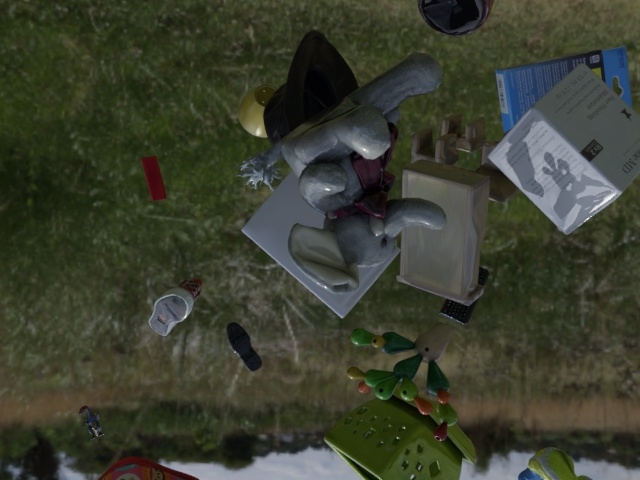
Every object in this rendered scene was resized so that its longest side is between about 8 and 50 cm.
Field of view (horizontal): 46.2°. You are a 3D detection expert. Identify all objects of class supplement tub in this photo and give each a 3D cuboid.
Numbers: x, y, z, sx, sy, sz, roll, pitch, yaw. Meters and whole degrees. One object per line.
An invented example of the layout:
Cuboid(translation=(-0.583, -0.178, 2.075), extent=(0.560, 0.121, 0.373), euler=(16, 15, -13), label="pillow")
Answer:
Cuboid(translation=(0.214, -0.392, 1.087), extent=(0.106, 0.198, 0.106), euler=(16, 143, 13), label="supplement tub")

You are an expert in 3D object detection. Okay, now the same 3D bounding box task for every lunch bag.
Cuboid(translation=(-0.407, 0.577, 1.543), extent=(0.258, 0.120, 0.293), euler=(33, 113, -34), label="lunch bag")

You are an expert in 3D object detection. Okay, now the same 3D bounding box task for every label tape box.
Cuboid(translation=(0.695, -0.400, 2.144), extent=(0.347, 0.249, 0.115), euler=(-12, -167, -1), label="label tape box")

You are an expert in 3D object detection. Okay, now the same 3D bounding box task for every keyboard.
Cuboid(translation=(0.371, 0.131, 1.998), extent=(0.108, 0.180, 0.023), euler=(22, 149, 15), label="keyboard")

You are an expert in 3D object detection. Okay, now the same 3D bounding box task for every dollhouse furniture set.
Cuboid(translation=(0.345, -0.075, 1.592), extent=(0.362, 0.257, 0.394), euler=(19, -147, 35), label="dollhouse furniture set")

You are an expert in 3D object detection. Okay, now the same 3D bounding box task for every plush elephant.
Cuboid(translation=(0.061, -0.069, 1.109), extent=(0.330, 0.255, 0.272), euler=(-25, -163, 33), label="plush elephant")

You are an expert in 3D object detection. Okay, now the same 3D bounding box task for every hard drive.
Cuboid(translation=(0.000, 0.000, 1.706), extent=(0.307, 0.203, 0.040), euler=(41, 180, 10), label="hard drive")

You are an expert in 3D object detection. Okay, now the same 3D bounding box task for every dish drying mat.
Cuboid(translation=(-0.310, -0.115, 1.396), extent=(0.032, 0.083, 0.008), euler=(-14, 177, -37), label="dish drying mat")

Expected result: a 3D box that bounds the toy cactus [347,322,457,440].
Cuboid(translation=(0.154, 0.209, 1.231), extent=(0.219, 0.180, 0.112), euler=(36, 145, 23), label="toy cactus")

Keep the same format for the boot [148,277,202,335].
Cuboid(translation=(-0.365, 0.143, 2.022), extent=(0.088, 0.176, 0.244), euler=(41, 145, -5), label="boot")

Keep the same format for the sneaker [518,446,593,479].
Cuboid(translation=(0.433, 0.467, 1.278), extent=(0.091, 0.240, 0.126), euler=(-24, 160, -41), label="sneaker")

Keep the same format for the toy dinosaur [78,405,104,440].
Cuboid(translation=(-0.565, 0.445, 1.838), extent=(0.047, 0.082, 0.090), euler=(-20, 171, -23), label="toy dinosaur")

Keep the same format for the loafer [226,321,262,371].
Cuboid(translation=(-0.232, 0.307, 2.194), extent=(0.062, 0.170, 0.061), euler=(-30, -157, -16), label="loafer")

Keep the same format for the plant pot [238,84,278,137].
Cuboid(translation=(-0.142, -0.348, 1.937), extent=(0.134, 0.134, 0.095), euler=(6, 158, -9), label="plant pot")

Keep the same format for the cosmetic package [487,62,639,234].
Cuboid(translation=(0.400, -0.142, 1.182), extent=(0.184, 0.151, 0.151), euler=(45, 152, 8), label="cosmetic package")

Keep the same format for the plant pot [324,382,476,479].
Cuboid(translation=(0.184, 0.449, 1.627), extent=(0.228, 0.207, 0.227), euler=(50, 163, -27), label="plant pot")

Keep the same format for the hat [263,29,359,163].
Cuboid(translation=(-0.035, -0.254, 1.550), extent=(0.133, 0.331, 0.331), euler=(-4, 165, 30), label="hat")
